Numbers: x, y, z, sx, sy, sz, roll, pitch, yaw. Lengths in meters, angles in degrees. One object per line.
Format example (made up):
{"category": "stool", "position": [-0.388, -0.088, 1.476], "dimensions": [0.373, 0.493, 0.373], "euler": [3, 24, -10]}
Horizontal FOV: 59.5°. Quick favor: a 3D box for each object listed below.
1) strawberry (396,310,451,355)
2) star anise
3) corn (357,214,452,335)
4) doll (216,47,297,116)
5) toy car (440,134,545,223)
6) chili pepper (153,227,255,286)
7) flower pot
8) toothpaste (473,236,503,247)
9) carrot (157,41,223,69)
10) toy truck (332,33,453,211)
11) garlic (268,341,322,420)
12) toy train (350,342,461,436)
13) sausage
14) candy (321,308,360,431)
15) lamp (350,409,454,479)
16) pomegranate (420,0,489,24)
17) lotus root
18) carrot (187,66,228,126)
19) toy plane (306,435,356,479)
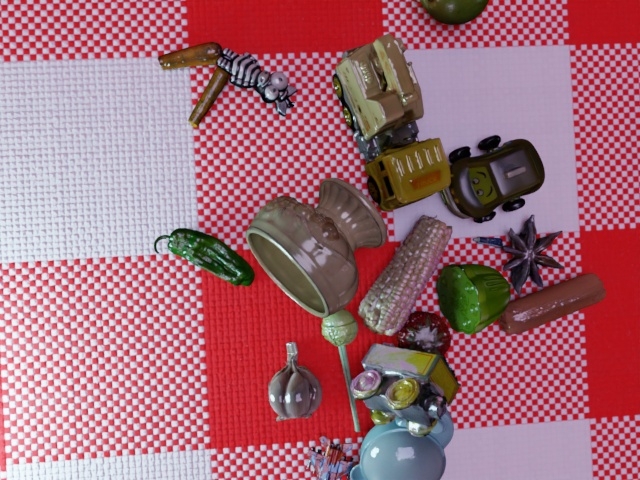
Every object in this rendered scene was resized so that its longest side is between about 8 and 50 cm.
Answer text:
{"category": "strawberry", "position": [0.262, 0.249, 1.419], "dimensions": [0.145, 0.086, 0.145], "euler": [0, 88, -5]}
{"category": "star anise", "position": [0.545, 0.036, 1.451], "dimensions": [0.181, 0.061, 0.204], "euler": [-8, 90, -5]}
{"category": "corn", "position": [0.220, 0.088, 1.401], "dimensions": [0.127, 0.126, 0.335], "euler": [35, 86, -3]}
{"category": "doll", "position": [-0.153, -0.399, 1.392], "dimensions": [0.219, 0.067, 0.091], "euler": [30, 72, -17]}
{"category": "toy car", "position": [0.433, -0.156, 1.376], "dimensions": [0.248, 0.198, 0.204], "euler": [-22, 92, -3]}
{"category": "chili pepper", "position": [-0.278, 0.038, 1.386], "dimensions": [0.257, 0.074, 0.100], "euler": [28, 87, -4]}
{"category": "flower pot", "position": [0.000, 0.000, 1.309], "dimensions": [0.244, 0.307, 0.307], "euler": [-44, 93, -19]}
{"category": "toothpaste", "position": [0.440, 0.003, 1.466], "dimensions": [0.083, 0.019, 0.027], "euler": [7, 72, -8]}
{"category": "carrot", "position": [-0.322, -0.458, 1.399], "dimensions": [0.162, 0.055, 0.055], "euler": [-9, 90, 3]}
{"category": "toy truck", "position": [0.173, -0.281, 1.338], "dimensions": [0.181, 0.254, 0.405], "euler": [-20, 94, -8]}
{"category": "garlic", "position": [-0.060, 0.348, 1.386], "dimensions": [0.131, 0.127, 0.194], "euler": [3, 70, -1]}
{"category": "toy train", "position": [0.193, 0.342, 1.316], "dimensions": [0.177, 0.261, 0.134], "euler": [-52, 123, -29]}
{"category": "sausage", "position": [0.595, 0.162, 1.443], "dimensions": [0.289, 0.086, 0.086], "euler": [-20, 91, -3]}
{"category": "candy", "position": [0.066, 0.331, 1.416], "dimensions": [0.093, 0.092, 0.335], "euler": [-8, 99, 10]}
{"category": "lamp", "position": [0.217, 0.518, 1.382], "dimensions": [0.209, 0.147, 0.284], "euler": [31, 88, -11]}
{"category": "pomegranate", "position": [0.338, -0.636, 1.404], "dimensions": [0.190, 0.240, 0.159], "euler": [-14, 127, 17]}
{"category": "lotus root", "position": [0.409, 0.130, 1.402], "dimensions": [0.186, 0.186, 0.186], "euler": [0, 90, -4]}
{"category": "carrot", "position": [-0.280, -0.361, 1.403], "dimensions": [0.042, 0.042, 0.170], "euler": [31, 87, -3]}
{"category": "toy plane", "position": [0.016, 0.595, 1.413], "dimensions": [0.130, 0.061, 0.189], "euler": [16, 93, -5]}
